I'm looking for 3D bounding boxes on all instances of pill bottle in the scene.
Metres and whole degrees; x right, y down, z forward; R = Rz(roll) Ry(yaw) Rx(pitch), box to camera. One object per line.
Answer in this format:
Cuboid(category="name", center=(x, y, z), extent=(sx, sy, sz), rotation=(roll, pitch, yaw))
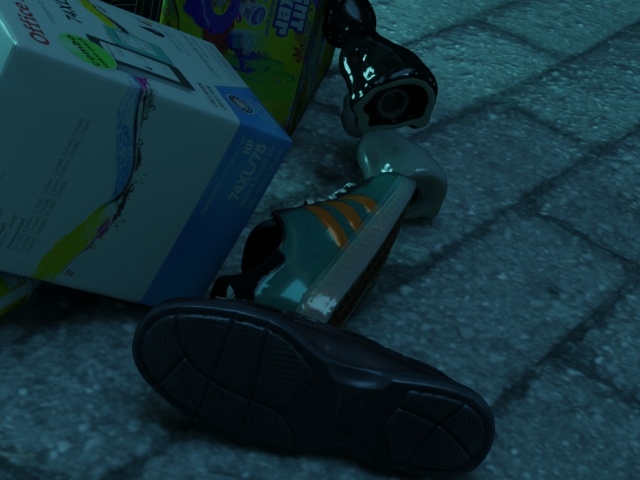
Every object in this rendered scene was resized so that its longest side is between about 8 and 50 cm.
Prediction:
Cuboid(category="pill bottle", center=(-0.275, 0.042, 1.107), extent=(0.043, 0.043, 0.083), rotation=(27, 32, 19))

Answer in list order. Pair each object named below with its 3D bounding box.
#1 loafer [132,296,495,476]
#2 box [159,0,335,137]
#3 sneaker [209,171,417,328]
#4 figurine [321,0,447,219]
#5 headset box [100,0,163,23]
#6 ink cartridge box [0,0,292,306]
Cuboid(category="loafer", center=(-0.007, 0.116, 1.072), extent=(0.302, 0.109, 0.095), rotation=(18, 13, -8))
Cuboid(category="box", center=(-0.062, -0.310, 1.539), extent=(0.177, 0.290, 0.279), rotation=(17, 30, 3))
Cuboid(category="sneaker", center=(0.000, 0.000, 1.238), extent=(0.121, 0.108, 0.302), rotation=(26, 33, 9))
Cuboid(category="figurine", center=(0.061, -0.153, 1.421), extent=(0.092, 0.215, 0.209), rotation=(-17, 45, -5))
Cuboid(category="headset box", center=(-0.305, -0.327, 1.613), extent=(0.283, 0.131, 0.246), rotation=(14, 30, -2))
Cuboid(category="ink cartridge box", center=(-0.211, -0.089, 1.132), extent=(0.270, 0.197, 0.198), rotation=(16, 25, -39))
